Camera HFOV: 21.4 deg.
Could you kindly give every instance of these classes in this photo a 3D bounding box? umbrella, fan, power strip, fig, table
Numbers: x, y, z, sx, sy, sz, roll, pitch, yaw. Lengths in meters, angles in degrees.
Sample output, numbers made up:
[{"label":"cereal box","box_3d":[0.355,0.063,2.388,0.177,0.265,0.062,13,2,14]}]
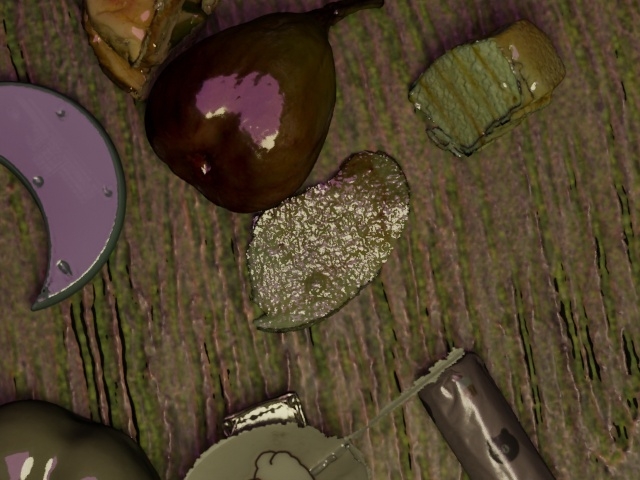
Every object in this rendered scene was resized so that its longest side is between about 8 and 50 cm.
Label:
[{"label":"umbrella","box_3d":[0.207,0.261,1.623,0.073,0.067,0.337,-30,86,-45]},{"label":"fan","box_3d":[0.009,0.202,1.573,0.329,0.009,0.191,-38,126,13]},{"label":"power strip","box_3d":[-0.286,-0.070,1.644,0.167,0.054,0.253,-36,88,-6]},{"label":"fig","box_3d":[-0.037,-0.156,1.621,0.170,0.145,0.274,43,73,0]},{"label":"table","box_3d":[-0.049,0.185,1.616,0.079,0.083,0.062,-20,87,-2]}]

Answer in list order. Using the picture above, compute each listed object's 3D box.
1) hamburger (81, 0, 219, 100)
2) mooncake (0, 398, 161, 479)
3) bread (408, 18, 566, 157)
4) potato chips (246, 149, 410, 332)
[{"label":"hamburger","box_3d":[-0.151,-0.269,1.634,0.131,0.124,0.262,24,81,21]},{"label":"mooncake","box_3d":[-0.268,0.287,1.584,0.275,0.135,0.275,0,90,1]},{"label":"bread","box_3d":[0.171,-0.157,1.641,0.110,0.156,0.103,-36,95,-35]},{"label":"potato chips","box_3d":[0.000,0.000,1.660,0.142,0.026,0.209,22,88,-3]}]
